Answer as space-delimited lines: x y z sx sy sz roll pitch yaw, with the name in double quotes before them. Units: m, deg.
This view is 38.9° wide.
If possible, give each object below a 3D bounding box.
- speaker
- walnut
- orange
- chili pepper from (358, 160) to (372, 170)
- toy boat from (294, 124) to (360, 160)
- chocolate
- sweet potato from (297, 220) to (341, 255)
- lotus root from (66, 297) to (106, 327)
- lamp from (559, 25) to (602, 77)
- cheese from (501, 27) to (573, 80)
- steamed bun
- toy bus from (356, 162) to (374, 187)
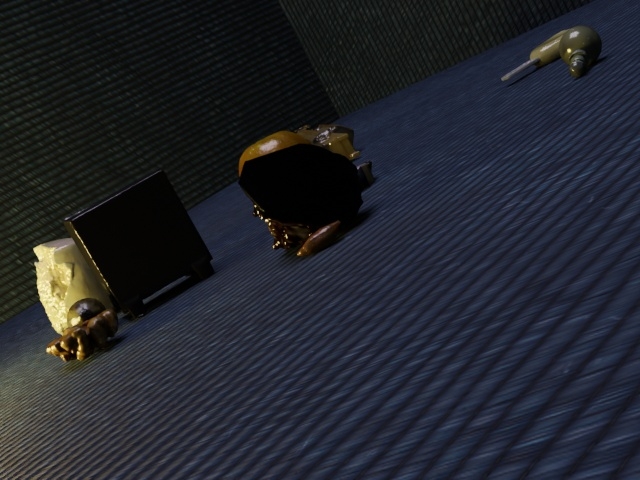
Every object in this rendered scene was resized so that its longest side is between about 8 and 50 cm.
"speaker" -0.390 0.008 1.975 0.232 0.253 0.184 -32 11 -16
"walnut" -0.457 0.191 1.766 0.143 0.069 0.170 -29 4 -26
"orange" -0.137 -0.203 2.579 0.237 0.179 0.158 -20 10 35
"chili pepper" 0.044 -0.132 2.091 0.202 0.050 0.052 -22 26 30
"toy boat" 0.022 -0.287 2.773 0.162 0.135 0.445 -34 15 -7
"chocolate" -0.032 -0.045 1.698 0.224 0.206 0.177 -23 -39 -28
"sweet potato" 0.000 0.000 1.573 0.095 0.034 0.034 -39 9 2
"lotus root" -0.498 0.165 1.931 0.089 0.080 0.179 -36 -6 -18
"lamp" 0.556 -0.398 1.952 0.091 0.091 0.163 -22 27 34
"cheese" 0.585 -0.487 2.403 0.255 0.050 0.127 -33 12 -17
"steamed bun" -0.586 0.100 2.136 0.200 0.225 0.170 -25 10 10
"toy bus" 0.034 -0.118 2.024 0.172 0.057 0.072 -22 7 29
